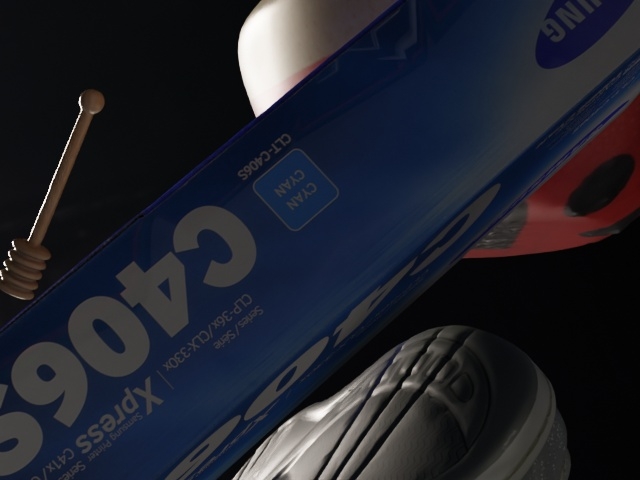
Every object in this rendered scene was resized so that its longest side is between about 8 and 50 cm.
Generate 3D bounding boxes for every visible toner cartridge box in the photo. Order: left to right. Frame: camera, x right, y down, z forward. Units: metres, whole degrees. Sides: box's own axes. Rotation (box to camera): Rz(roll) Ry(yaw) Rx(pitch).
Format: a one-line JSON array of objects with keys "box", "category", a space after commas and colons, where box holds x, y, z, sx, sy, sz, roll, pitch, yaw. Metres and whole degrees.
[{"box": [0.000, 0.000, 0.682, 0.348, 0.075, 0.165, -41, -7, -17], "category": "toner cartridge box"}]

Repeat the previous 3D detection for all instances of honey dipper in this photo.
[{"box": [-0.190, -0.034, 1.283, 0.030, 0.030, 0.161, 5, -67, -62], "category": "honey dipper"}]

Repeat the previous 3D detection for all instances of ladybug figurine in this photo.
[{"box": [0.101, -0.078, 1.108, 0.305, 0.162, 0.449, -1, -5, 3], "category": "ladybug figurine"}]

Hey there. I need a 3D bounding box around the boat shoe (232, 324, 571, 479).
[{"box": [0.033, 0.125, 0.794, 0.118, 0.103, 0.320, -53, 7, -27], "category": "boat shoe"}]
